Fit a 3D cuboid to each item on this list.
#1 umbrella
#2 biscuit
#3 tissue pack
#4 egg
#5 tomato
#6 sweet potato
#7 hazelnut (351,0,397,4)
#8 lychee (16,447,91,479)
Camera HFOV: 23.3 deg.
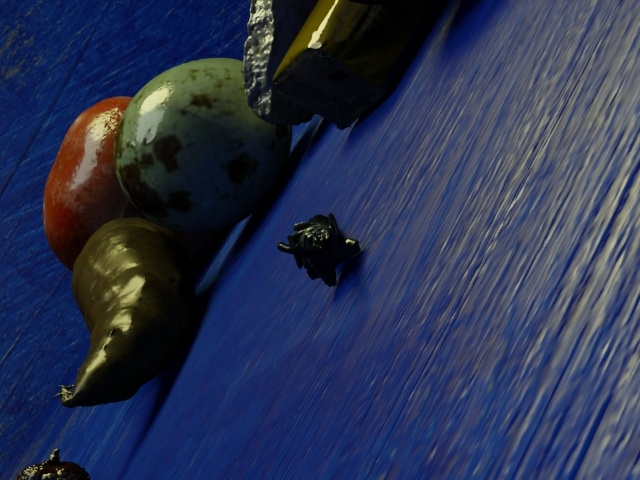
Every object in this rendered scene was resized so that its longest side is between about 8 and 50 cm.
[{"bbox_3d":[0.005,0.001,0.963,0.269,0.044,0.044,-45,-36,-84],"label":"umbrella"},{"bbox_3d":[-0.016,-0.224,1.536,0.040,0.188,0.265,3,48,29],"label":"biscuit"},{"bbox_3d":[0.043,-0.187,1.275,0.169,0.082,0.120,-59,9,-20],"label":"tissue pack"},{"bbox_3d":[-0.112,-0.103,1.575,0.169,0.169,0.231,-49,1,43],"label":"egg"},{"bbox_3d":[-0.212,-0.057,1.806,0.232,0.232,0.188,-56,37,2],"label":"tomato"},{"bbox_3d":[-0.184,0.066,1.515,0.130,0.130,0.422,-55,14,11],"label":"sweet potato"},{"bbox_3d":[0.075,-0.272,1.140,0.212,0.181,0.181,-22,68,31],"label":"hazelnut"},{"bbox_3d":[-0.237,0.225,1.367,0.068,0.067,0.083,26,-103,-55],"label":"lychee"}]
